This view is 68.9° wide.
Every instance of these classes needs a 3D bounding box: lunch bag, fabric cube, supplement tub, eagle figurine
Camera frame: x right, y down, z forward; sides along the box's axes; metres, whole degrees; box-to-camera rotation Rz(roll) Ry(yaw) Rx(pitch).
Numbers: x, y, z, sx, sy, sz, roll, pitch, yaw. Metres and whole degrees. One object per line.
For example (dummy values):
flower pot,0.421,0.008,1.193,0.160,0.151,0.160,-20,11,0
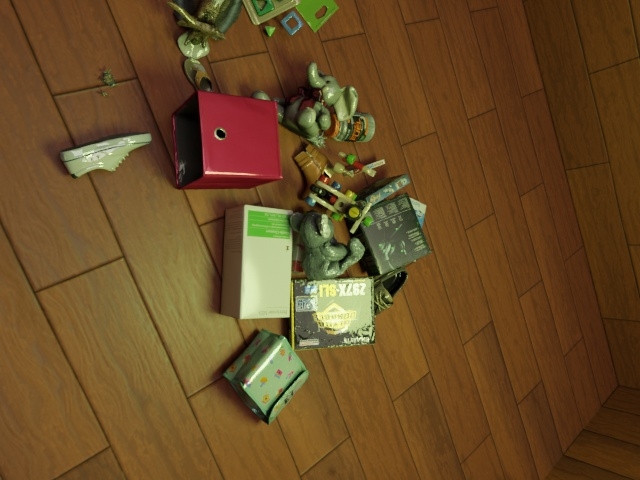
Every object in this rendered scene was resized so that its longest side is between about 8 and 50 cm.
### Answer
lunch bag,-0.167,0.475,1.593,0.223,0.160,0.262,-46,123,-30
fabric cube,-0.299,-0.300,1.475,0.258,0.259,0.254,-3,88,-34
supplement tub,0.111,-0.449,1.841,0.190,0.117,0.117,-7,92,-33
eagle figurine,-0.368,-0.765,1.522,0.226,0.225,0.298,74,9,-55

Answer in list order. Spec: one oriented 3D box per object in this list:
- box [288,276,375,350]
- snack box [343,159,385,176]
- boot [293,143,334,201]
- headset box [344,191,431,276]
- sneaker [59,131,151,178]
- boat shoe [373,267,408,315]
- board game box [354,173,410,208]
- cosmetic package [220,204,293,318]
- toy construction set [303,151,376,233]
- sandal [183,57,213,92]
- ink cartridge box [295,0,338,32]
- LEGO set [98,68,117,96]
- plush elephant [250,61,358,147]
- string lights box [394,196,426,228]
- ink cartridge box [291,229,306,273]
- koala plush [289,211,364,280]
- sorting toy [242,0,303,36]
box,0.041,0.266,1.733,0.322,0.079,0.257,0,86,-16
snack box,0.179,-0.297,1.910,0.178,0.064,0.022,-24,103,-32
boot,-0.048,-0.256,1.762,0.152,0.073,0.197,45,66,-16
headset box,0.272,-0.012,1.859,0.246,0.131,0.283,-23,89,-18
sneaker,-0.620,-0.254,1.373,0.258,0.094,0.091,-24,119,-28
boat shoe,0.225,0.218,1.878,0.355,0.130,0.132,-49,113,-25
board game box,0.220,-0.193,1.873,0.243,0.165,0.042,-31,105,-30
cosmetic package,-0.215,0.076,1.578,0.197,0.155,0.365,3,85,-37
toy construction set,0.109,-0.152,1.684,0.237,0.257,0.308,30,72,13
sandal,-0.391,-0.521,1.548,0.072,0.049,0.180,-29,104,-31
ink cartridge box,-0.031,-0.970,1.781,0.255,0.097,0.188,46,65,-22
LEGO set,-0.641,-0.473,1.400,0.054,0.023,0.083,36,82,-25
plush elephant,-0.025,-0.503,1.668,0.330,0.272,0.255,24,93,-58
string lights box,0.366,-0.050,2.017,0.133,0.077,0.259,21,77,-32
ink cartridge box,-0.082,0.018,1.691,0.067,0.115,0.198,14,81,-33
koala plush,0.000,0.000,1.553,0.203,0.196,0.221,-43,126,-28
sorting toy,-0.190,-0.893,1.651,0.196,0.047,0.347,-25,104,2
